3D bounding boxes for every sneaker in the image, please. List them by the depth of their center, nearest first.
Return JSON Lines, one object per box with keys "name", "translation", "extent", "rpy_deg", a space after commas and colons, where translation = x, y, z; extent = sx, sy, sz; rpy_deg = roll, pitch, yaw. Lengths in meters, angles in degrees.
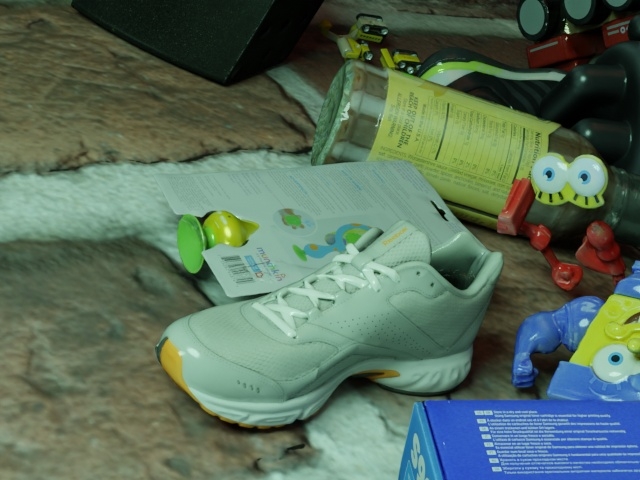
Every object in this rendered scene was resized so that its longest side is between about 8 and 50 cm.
{"name": "sneaker", "translation": [0.013, 0.040, 0.810], "extent": [0.262, 0.121, 0.099], "rpy_deg": [-6, 39, -41]}
{"name": "sneaker", "translation": [0.199, -0.128, 1.300], "extent": [0.234, 0.084, 0.097], "rpy_deg": [8, 56, -24]}

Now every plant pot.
{"name": "plant pot", "translation": [-0.093, -0.260, 1.196], "extent": [0.167, 0.187, 0.188], "rpy_deg": [42, 32, 10]}

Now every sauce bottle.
{"name": "sauce bottle", "translation": [0.166, -0.062, 1.108], "extent": [0.344, 0.111, 0.111], "rpy_deg": [17, 29, -13]}

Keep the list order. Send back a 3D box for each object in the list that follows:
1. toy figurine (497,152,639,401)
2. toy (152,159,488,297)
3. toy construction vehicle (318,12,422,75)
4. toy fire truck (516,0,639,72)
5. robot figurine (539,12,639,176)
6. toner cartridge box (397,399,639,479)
{"name": "toy figurine", "translation": [0.269, 0.099, 0.878], "extent": [0.362, 0.191, 0.217], "rpy_deg": [14, 59, 29]}
{"name": "toy", "translation": [0.000, 0.000, 0.937], "extent": [0.237, 0.056, 0.137], "rpy_deg": [-3, 41, -35]}
{"name": "toy construction vehicle", "translation": [0.053, -0.210, 1.361], "extent": [0.098, 0.035, 0.086], "rpy_deg": [1, 46, -30]}
{"name": "toy fire truck", "translation": [0.362, -0.184, 1.417], "extent": [0.158, 0.246, 0.217], "rpy_deg": [-11, 1, -31]}
{"name": "robot figurine", "translation": [0.364, -0.109, 1.246], "extent": [0.278, 0.209, 0.173], "rpy_deg": [3, 21, -14]}
{"name": "toner cartridge box", "translation": [0.230, 0.171, 0.702], "extent": [0.347, 0.075, 0.165], "rpy_deg": [1, 36, -10]}
